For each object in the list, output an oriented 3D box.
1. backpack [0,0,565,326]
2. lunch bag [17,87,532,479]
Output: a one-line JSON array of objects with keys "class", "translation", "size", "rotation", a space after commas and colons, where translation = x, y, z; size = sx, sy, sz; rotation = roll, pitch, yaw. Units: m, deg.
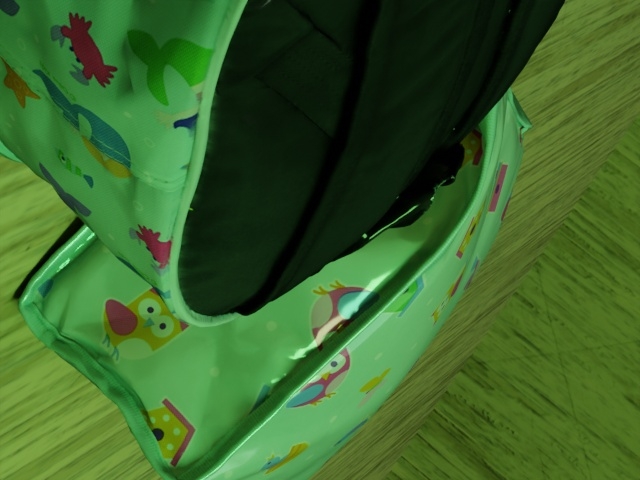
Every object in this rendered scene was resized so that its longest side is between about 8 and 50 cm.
[{"class": "backpack", "translation": [-0.011, -0.105, 0.602], "size": [0.225, 0.191, 0.253], "rotation": [-41, 157, -28]}, {"class": "lunch bag", "translation": [0.000, 0.000, 1.027], "size": [0.262, 0.160, 0.223], "rotation": [-46, 167, 1]}]
